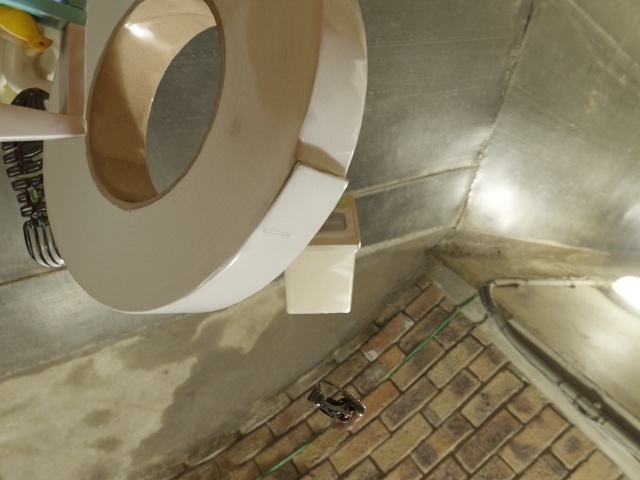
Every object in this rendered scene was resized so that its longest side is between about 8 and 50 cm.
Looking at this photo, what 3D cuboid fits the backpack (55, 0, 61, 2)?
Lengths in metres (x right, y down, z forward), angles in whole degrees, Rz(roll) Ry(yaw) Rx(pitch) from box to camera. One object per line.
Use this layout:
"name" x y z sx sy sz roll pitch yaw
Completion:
"backpack" -0.364 -0.358 0.598 0.101 0.120 0.098 -9 147 -50

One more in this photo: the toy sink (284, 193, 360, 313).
"toy sink" 0.000 0.000 0.829 0.131 0.152 0.234 -1 129 -2

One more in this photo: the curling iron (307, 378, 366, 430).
"curling iron" 0.025 0.239 0.632 0.035 0.068 0.274 -55 163 -21

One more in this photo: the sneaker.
"sneaker" -0.421 -0.102 0.769 0.162 0.107 0.281 -14 99 -69

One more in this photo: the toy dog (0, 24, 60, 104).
"toy dog" -0.459 -0.390 0.914 0.285 0.408 0.395 23 66 -42

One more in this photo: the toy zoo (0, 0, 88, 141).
"toy zoo" -0.267 -0.187 0.315 0.192 0.030 0.293 1 92 -46

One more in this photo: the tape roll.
"tape roll" -0.137 -0.125 0.428 0.072 0.392 0.392 10 116 -55
